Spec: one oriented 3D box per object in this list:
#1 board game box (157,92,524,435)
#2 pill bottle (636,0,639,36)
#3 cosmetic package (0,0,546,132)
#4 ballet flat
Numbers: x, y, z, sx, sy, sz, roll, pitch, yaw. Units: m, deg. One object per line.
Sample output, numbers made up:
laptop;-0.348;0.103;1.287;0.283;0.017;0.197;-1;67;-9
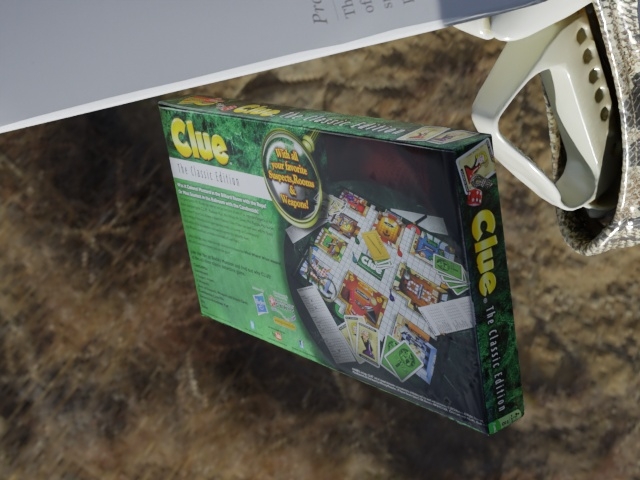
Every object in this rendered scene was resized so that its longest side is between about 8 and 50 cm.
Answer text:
board game box;0.000;0.000;0.658;0.260;0.030;0.136;17;123;53
pill bottle;0.289;-0.035;0.375;0.363;0.210;0.210;42;141;33
cosmetic package;-0.089;-0.174;0.608;0.385;0.156;0.217;-8;101;21
ballet flat;0.184;-0.152;0.945;0.164;0.182;0.483;51;172;45
